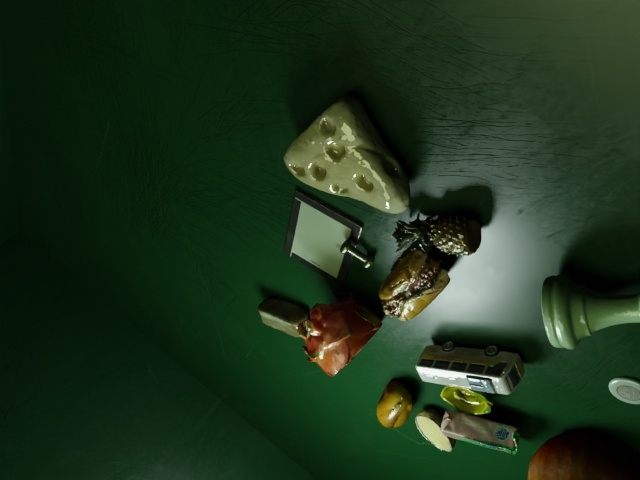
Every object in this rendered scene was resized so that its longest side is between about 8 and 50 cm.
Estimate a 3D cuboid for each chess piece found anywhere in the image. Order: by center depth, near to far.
[{"bbox_3d":[0.720,0.170,1.350,0.298,0.195,0.195,-8,123,34],"label":"chess piece"}]

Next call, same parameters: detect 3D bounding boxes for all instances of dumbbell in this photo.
[{"bbox_3d":[0.122,0.044,1.804,0.117,0.046,0.052,32,134,-11],"label":"dumbbell"}]

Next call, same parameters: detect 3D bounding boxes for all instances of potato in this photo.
[{"bbox_3d":[0.478,0.758,2.217,0.200,0.081,0.164,54,149,-14],"label":"potato"}]

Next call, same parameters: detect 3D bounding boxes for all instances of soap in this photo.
[{"bbox_3d":[0.580,0.696,1.996,0.273,0.098,0.218,10,162,20],"label":"soap"}]

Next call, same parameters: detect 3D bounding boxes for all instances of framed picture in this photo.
[{"bbox_3d":[0.000,0.000,1.905,0.264,0.016,0.347,29,141,13],"label":"framed picture"}]

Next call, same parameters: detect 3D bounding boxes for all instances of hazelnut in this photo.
[{"bbox_3d":[0.871,0.841,1.778,0.409,0.359,0.359,41,144,13],"label":"hazelnut"}]

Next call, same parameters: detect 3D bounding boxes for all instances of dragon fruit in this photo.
[{"bbox_3d":[0.056,0.321,1.975,0.225,0.305,0.305,44,143,7],"label":"dragon fruit"}]

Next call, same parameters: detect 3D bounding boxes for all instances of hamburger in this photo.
[{"bbox_3d":[0.281,0.143,1.696,0.155,0.245,0.282,34,-174,0],"label":"hamburger"}]

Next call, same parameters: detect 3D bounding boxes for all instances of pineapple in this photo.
[{"bbox_3d":[0.319,-0.020,1.537,0.251,0.125,0.125,3,129,37],"label":"pineapple"}]

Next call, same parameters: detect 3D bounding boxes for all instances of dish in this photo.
[{"bbox_3d":[0.531,0.543,1.952,0.207,0.080,0.149,-4,126,44],"label":"dish"}]

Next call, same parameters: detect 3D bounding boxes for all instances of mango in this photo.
[{"bbox_3d":[0.304,0.668,2.204,0.136,0.166,0.236,25,141,11],"label":"mango"}]

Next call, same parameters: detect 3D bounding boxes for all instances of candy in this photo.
[{"bbox_3d":[-0.150,0.318,2.282,0.233,0.102,0.104,18,138,30],"label":"candy"}]

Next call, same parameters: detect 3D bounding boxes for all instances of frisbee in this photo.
[{"bbox_3d":[0.898,0.438,1.590,0.110,0.014,0.110,23,140,21],"label":"frisbee"}]

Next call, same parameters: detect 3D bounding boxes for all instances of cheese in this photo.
[{"bbox_3d":[0.064,-0.198,1.557,0.328,0.130,0.351,-20,112,46],"label":"cheese"}]

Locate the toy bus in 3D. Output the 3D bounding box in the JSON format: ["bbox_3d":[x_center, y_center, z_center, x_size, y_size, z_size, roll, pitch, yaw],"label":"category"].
[{"bbox_3d":[0.488,0.419,1.815,0.342,0.138,0.097,-2,124,44],"label":"toy bus"}]
